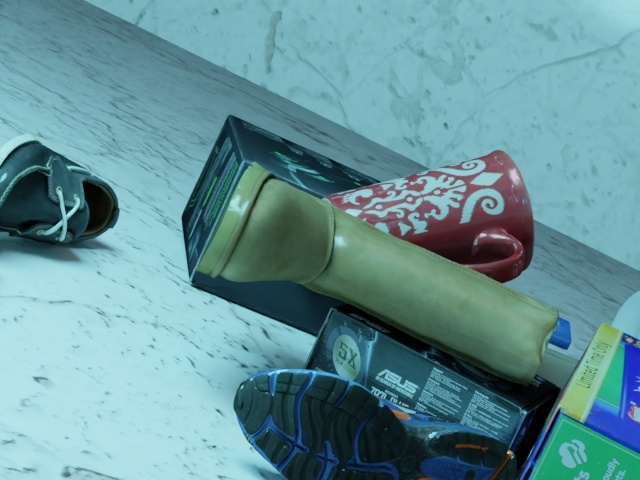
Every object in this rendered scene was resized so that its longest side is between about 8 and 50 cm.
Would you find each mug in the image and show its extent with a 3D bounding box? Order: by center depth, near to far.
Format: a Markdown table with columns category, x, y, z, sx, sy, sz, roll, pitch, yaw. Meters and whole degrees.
| category | x | y | z | sx | sy | sz | roll | pitch | yaw |
| --- | --- | --- | --- | --- | --- | --- | --- | --- | --- |
| mug | 0.095 | -0.011 | 1.402 | 0.169 | 0.113 | 0.150 | -11 | 2 | -13 |

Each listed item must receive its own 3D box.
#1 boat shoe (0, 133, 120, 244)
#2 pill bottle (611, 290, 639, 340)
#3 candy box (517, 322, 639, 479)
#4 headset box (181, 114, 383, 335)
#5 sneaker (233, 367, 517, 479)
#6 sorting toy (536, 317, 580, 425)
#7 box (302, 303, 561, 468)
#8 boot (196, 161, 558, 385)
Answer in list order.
| category | x | y | z | sx | sy | sz | roll | pitch | yaw |
| --- | --- | --- | --- | --- | --- | --- | --- | --- | --- |
| boat shoe | -0.232 | -0.036 | 1.347 | 0.079 | 0.084 | 0.233 | 31 | 4 | 8 |
| pill bottle | 0.475 | 0.150 | 1.993 | 0.215 | 0.117 | 0.117 | 22 | 10 | -13 |
| candy box | 0.323 | 0.207 | 1.243 | 0.317 | 0.122 | 0.268 | 25 | 17 | 10 |
| headset box | 0.000 | 0.000 | 1.588 | 0.246 | 0.131 | 0.283 | 23 | 10 | -12 |
| sneaker | 0.029 | 0.143 | 1.110 | 0.221 | 0.083 | 0.087 | 25 | -5 | -30 |
| sorting toy | 0.210 | 0.148 | 1.533 | 0.196 | 0.047 | 0.347 | 18 | 20 | -14 |
| box | 0.092 | 0.123 | 1.319 | 0.180 | 0.077 | 0.147 | 28 | 11 | 17 |
| boot | 0.054 | 0.031 | 1.235 | 0.269 | 0.089 | 0.236 | 26 | 12 | 4 |
